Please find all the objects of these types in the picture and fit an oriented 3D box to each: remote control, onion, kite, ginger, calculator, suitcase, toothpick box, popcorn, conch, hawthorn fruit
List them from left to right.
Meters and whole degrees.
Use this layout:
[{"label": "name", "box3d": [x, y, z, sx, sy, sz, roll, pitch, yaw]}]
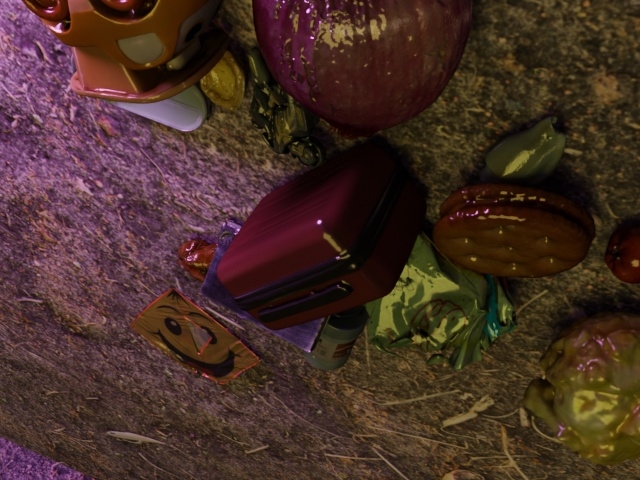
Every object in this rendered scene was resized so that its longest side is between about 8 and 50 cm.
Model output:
[{"label": "remote control", "box3d": [-0.287, -0.251, 1.110, 0.248, 0.052, 0.104, 22, 138, 10]}, {"label": "kite", "box3d": [-0.310, 0.226, 1.637, 0.378, 0.013, 0.327, 13, 136, 22]}, {"label": "ginger", "box3d": [-0.219, 0.046, 1.356, 0.162, 0.073, 0.103, 16, 137, 17]}, {"label": "calculator", "box3d": [-0.095, 0.080, 1.260, 0.262, 0.021, 0.161, 27, 101, 20]}, {"label": "suitcase", "box3d": [0.000, 0.000, 1.056, 0.297, 0.236, 0.161, -22, 118, 43]}, {"label": "toothpick box", "box3d": [0.027, 0.169, 1.315, 0.101, 0.101, 0.153, 25, 140, 6]}, {"label": "onion", "box3d": [0.042, -0.209, 0.858, 0.267, 0.159, 0.348, 8, 140, 10]}, {"label": "conch", "box3d": [0.267, -0.098, 0.931, 0.088, 0.065, 0.180, 37, 136, -7]}, {"label": "popcorn", "box3d": [0.446, 0.229, 1.067, 0.255, 0.195, 0.256, 3, 114, 21]}, {"label": "hawthorn fruit", "box3d": [0.444, 0.020, 0.947, 0.093, 0.081, 0.081, 3, 141, -13]}]

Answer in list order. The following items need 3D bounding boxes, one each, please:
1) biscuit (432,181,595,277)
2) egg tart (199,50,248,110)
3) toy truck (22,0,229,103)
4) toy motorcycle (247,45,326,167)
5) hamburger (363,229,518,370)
[{"label": "biscuit", "box3d": [0.270, -0.008, 0.973, 0.221, 0.066, 0.220, 13, 158, 5]}, {"label": "egg tart", "box3d": [-0.141, -0.246, 1.031, 0.105, 0.039, 0.105, 26, 136, 29]}, {"label": "toy truck", "box3d": [-0.245, -0.315, 0.904, 0.288, 0.204, 0.211, 3, 136, 27]}, {"label": "toy motorcycle", "box3d": [-0.060, -0.195, 1.028, 0.124, 0.061, 0.193, 8, 130, 37]}, {"label": "hamburger", "box3d": [0.165, 0.116, 1.145, 0.260, 0.150, 0.276, 42, 139, -11]}]
